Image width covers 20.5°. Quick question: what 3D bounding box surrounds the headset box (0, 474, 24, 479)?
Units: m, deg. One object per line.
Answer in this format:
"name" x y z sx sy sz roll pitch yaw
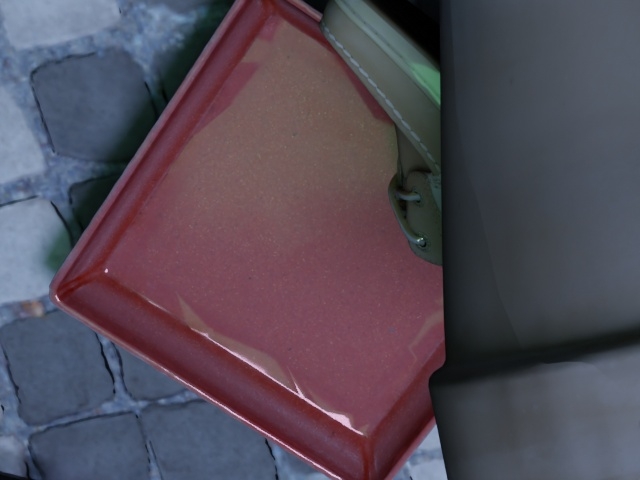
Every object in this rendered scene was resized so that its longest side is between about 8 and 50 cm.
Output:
"headset box" -0.226 0.299 1.217 0.246 0.131 0.283 13 112 1

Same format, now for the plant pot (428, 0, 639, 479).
"plant pot" 0.186 -0.049 0.850 0.323 0.323 0.280 -14 89 10

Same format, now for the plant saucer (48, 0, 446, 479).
"plant saucer" 0.000 0.000 1.126 0.258 0.048 0.259 33 110 -7

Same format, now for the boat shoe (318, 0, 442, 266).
"boat shoe" 0.089 -0.022 1.030 0.098 0.109 0.302 -37 109 15
